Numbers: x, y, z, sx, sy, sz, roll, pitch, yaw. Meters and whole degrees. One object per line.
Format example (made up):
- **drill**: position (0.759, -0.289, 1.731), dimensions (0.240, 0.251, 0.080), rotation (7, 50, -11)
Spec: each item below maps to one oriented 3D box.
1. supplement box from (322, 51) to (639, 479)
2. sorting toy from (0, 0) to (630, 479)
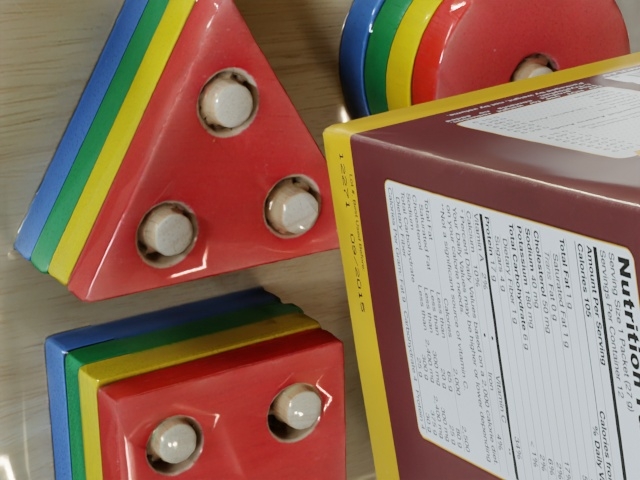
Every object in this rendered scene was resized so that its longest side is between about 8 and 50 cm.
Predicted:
- **supplement box**: position (0.133, 0.021, 0.520), dimensions (0.191, 0.129, 0.194), rotation (-14, 15, -21)
- **sorting toy**: position (0.000, 0.000, 0.714), dimensions (0.257, 0.255, 0.089), rotation (-13, 24, -28)
